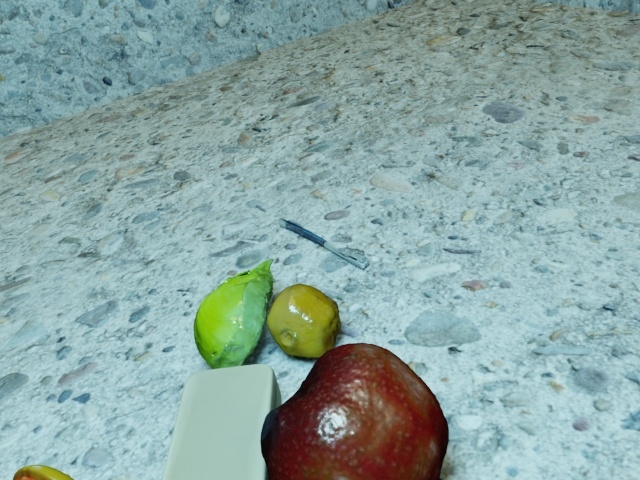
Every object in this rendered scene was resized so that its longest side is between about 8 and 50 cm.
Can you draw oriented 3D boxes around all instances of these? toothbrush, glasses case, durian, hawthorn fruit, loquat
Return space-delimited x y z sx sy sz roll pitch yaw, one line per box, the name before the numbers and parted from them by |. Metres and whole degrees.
toothbrush | 0.000 0.000 1.361 0.026 0.024 0.288 -30 36 -29
glasses case | -0.132 0.311 0.858 0.144 0.076 0.336 -7 32 5
durian | -0.145 0.132 1.110 0.139 0.101 0.250 -18 29 19
hawthorn fruit | 0.067 0.254 0.781 0.266 0.210 0.230 24 38 22
loquat | -0.025 0.134 1.081 0.137 0.112 0.137 19 24 -9

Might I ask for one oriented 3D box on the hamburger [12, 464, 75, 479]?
hamburger | -0.344 0.356 0.782 0.162 0.161 0.115 6 29 24
